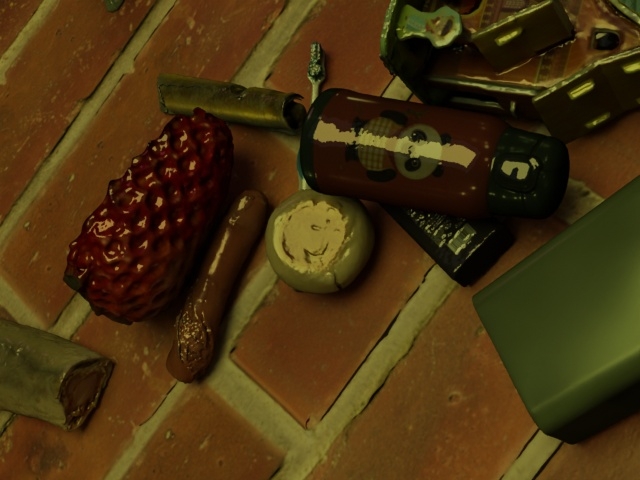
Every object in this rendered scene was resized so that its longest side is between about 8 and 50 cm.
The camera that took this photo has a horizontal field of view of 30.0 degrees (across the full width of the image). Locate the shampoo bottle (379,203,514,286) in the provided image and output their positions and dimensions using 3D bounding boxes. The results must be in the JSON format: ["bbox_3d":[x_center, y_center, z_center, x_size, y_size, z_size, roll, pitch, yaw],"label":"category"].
[{"bbox_3d":[0.129,-0.071,1.644,0.098,0.071,0.309,-48,56,8],"label":"shampoo bottle"}]

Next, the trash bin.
[{"bbox_3d":[0.373,0.063,1.398,0.343,0.158,0.223,-34,59,17],"label":"trash bin"}]

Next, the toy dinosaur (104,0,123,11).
[{"bbox_3d":[-0.415,-0.514,2.077,0.092,0.205,0.393,-38,38,21],"label":"toy dinosaur"}]

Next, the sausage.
[{"bbox_3d":[-0.154,0.065,1.762,0.078,0.078,0.304,14,79,34],"label":"sausage"}]

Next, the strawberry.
[{"bbox_3d":[-0.223,-0.026,1.750,0.149,0.265,0.336,35,94,10],"label":"strawberry"}]

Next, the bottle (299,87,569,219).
[{"bbox_3d":[0.150,-0.106,1.527,0.336,0.144,0.144,11,78,24],"label":"bottle"}]

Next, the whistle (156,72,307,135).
[{"bbox_3d":[-0.148,-0.213,1.850,0.326,0.057,0.068,14,103,43],"label":"whistle"}]

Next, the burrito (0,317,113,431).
[{"bbox_3d":[-0.477,0.204,1.886,0.299,0.105,0.143,11,82,31],"label":"burrito"}]

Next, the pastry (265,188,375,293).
[{"bbox_3d":[0.000,0.000,1.673,0.156,0.092,0.156,-4,76,17],"label":"pastry"}]

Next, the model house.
[{"bbox_3d":[0.300,-0.310,1.507,0.323,0.300,0.340,12,79,27],"label":"model house"}]

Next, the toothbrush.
[{"bbox_3d":[-0.017,-0.111,1.774,0.040,0.040,0.386,-3,74,30],"label":"toothbrush"}]
